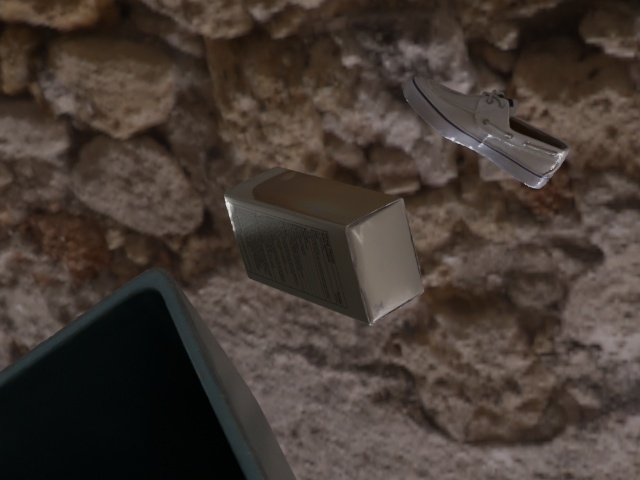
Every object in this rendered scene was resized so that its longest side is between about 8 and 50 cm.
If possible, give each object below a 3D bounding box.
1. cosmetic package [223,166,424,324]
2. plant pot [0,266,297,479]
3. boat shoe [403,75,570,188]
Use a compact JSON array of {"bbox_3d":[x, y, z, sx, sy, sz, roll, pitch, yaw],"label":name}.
[{"bbox_3d":[0.000,0.000,0.641,0.041,0.060,0.115,-29,-152,-29],"label":"cosmetic package"},{"bbox_3d":[-0.100,0.223,0.733,0.247,0.252,0.248,-35,-137,2],"label":"plant pot"},{"bbox_3d":[0.093,-0.067,0.644,0.100,0.035,0.035,31,-150,-13],"label":"boat shoe"}]
